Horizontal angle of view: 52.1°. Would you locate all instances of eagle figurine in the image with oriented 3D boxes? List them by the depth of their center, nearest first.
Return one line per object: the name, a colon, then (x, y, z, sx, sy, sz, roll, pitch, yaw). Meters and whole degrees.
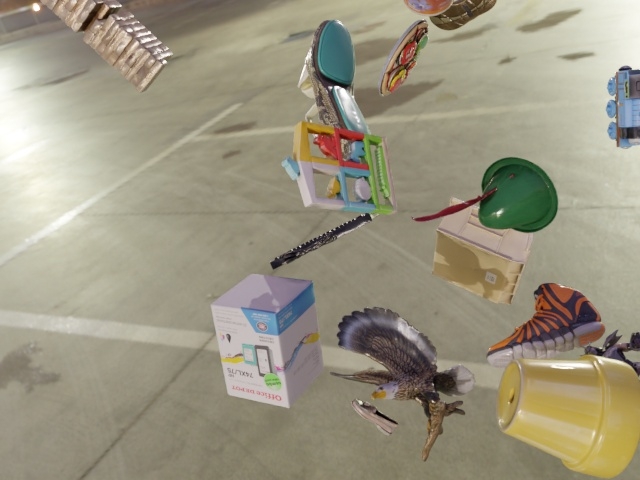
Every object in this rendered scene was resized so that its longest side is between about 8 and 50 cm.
eagle figurine: (0.173, 0.304, 1.474, 0.226, 0.225, 0.298, -52, 51, 3)

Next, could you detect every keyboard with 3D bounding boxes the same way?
keyboard: (0.000, 0.000, 1.761, 0.317, 0.033, 0.201, -27, 2, 18)

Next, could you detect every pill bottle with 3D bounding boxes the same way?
pill bottle: (0.229, -0.573, 1.348, 0.121, 0.121, 0.216, -15, -17, 1)

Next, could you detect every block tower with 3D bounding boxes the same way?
block tower: (-0.478, -0.480, 1.439, 0.091, 0.335, 0.097, -42, 8, 26)

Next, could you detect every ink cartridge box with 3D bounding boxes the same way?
ink cartridge box: (-0.131, 0.255, 1.706, 0.198, 0.270, 0.197, 4, 23, 28)

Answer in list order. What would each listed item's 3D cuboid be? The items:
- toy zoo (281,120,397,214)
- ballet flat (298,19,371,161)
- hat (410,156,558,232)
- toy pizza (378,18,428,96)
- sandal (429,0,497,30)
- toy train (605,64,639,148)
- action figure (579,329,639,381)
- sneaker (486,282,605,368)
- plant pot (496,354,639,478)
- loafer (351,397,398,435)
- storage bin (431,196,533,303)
toy zoo: (0.043, -0.160, 1.464, 0.293, 0.192, 0.030, 4, -19, -36)
ballet flat: (0.020, -0.410, 1.859, 0.182, 0.164, 0.483, -35, 52, 38)
hat: (0.345, -0.051, 1.329, 0.183, 0.173, 0.208, -33, -1, -32)
toy pizza: (0.204, -0.428, 1.557, 0.032, 0.201, 0.201, 34, 45, 13)
sandal: (0.355, -0.574, 1.617, 0.180, 0.072, 0.049, -14, 32, 39)
toy train: (0.681, -0.292, 1.438, 0.080, 0.184, 0.105, -5, 11, -1)
action figure: (0.739, 0.313, 1.541, 0.285, 0.099, 0.185, 30, 93, 44)
sneaker: (0.593, 0.231, 1.805, 0.321, 0.124, 0.180, -18, 53, 4)
plant pot: (0.525, 0.362, 1.429, 0.239, 0.254, 0.254, 13, 29, 1)
loafer: (0.132, 0.416, 1.576, 0.039, 0.125, 0.045, -48, 5, 21)
storage bin: (0.465, 0.039, 1.897, 0.260, 0.262, 0.123, 24, 63, 19)
